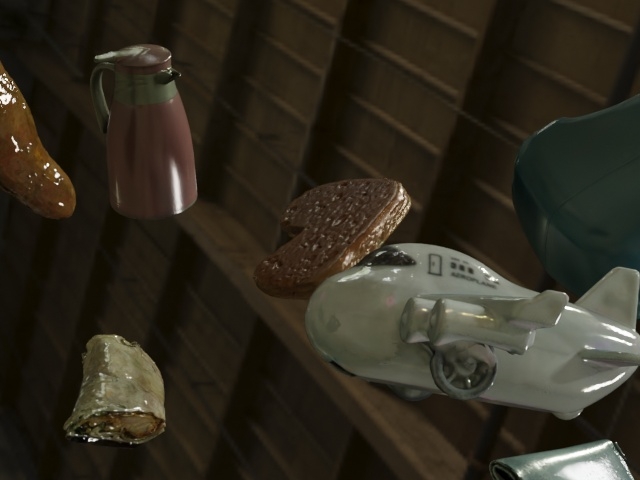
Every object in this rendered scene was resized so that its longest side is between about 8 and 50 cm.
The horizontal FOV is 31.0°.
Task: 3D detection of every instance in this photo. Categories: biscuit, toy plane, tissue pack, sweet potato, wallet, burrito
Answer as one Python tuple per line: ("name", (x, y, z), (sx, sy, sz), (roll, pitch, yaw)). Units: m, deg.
("biscuit", (0.001, 0.001, 1.771), (0.262, 0.277, 0.052), (-6, -56, 46))
("toy plane", (0.120, 0.069, 0.882), (0.267, 0.267, 0.122), (-10, -108, 57))
("tissue pack", (0.371, -0.055, 1.266), (0.206, 0.287, 0.198), (59, -9, 31))
("sweet potato", (-0.376, -0.162, 1.244), (0.106, 0.095, 0.354), (10, -42, 40))
("wallet", (0.405, 0.409, 1.645), (0.290, 0.251, 0.054), (55, -51, 35))
("burrito", (-0.344, 0.272, 2.017), (0.107, 0.175, 0.348), (-61, -167, 15))

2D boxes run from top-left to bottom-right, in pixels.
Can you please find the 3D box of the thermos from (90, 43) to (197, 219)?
("thermos", (-0.290, -0.185, 1.862), (0.176, 0.146, 0.265), (14, -56, 24))
